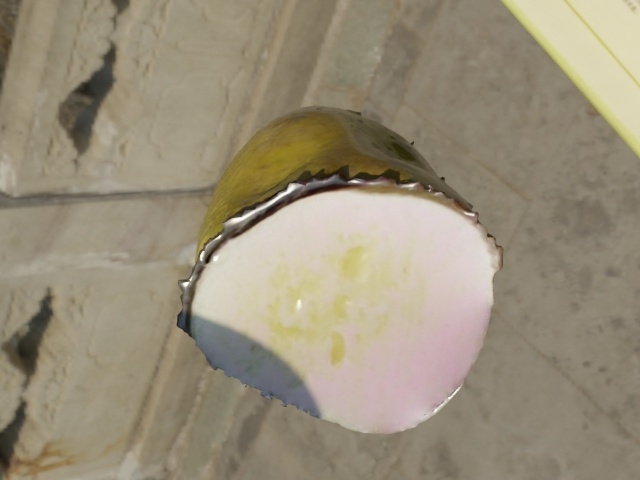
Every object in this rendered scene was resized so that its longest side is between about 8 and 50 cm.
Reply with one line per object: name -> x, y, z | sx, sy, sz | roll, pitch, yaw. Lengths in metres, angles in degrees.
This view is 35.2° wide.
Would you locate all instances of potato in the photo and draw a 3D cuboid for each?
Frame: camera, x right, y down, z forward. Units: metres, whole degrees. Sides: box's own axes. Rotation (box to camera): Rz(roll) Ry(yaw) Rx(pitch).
potato -> 0.000, 0.000, 0.807 | 0.266, 0.229, 0.229 | -103, 25, -65

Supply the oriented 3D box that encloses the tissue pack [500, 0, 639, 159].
tissue pack -> 0.170, -0.136, 0.433 | 0.234, 0.125, 0.159 | 43, 129, -14
